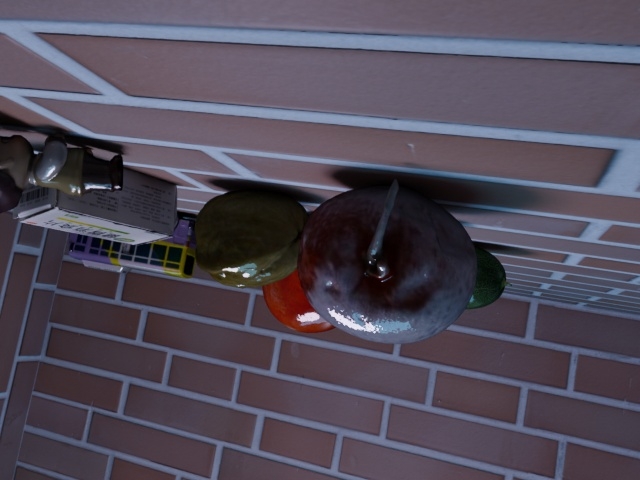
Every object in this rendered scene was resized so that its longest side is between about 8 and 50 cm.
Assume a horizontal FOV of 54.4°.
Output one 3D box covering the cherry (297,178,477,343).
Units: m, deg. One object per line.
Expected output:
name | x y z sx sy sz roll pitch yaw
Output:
cherry | 0.136 0.039 1.138 0.335 0.291 0.326 4 -172 -46

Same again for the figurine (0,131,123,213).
figurine | -0.572 -0.156 1.187 0.365 0.206 0.218 -13 -156 -14

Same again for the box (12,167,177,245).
box | -0.526 -0.092 1.485 0.173 0.145 0.333 -12 162 36

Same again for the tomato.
tomato | 0.006 0.096 1.685 0.325 0.289 0.293 -22 170 25

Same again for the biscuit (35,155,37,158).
biscuit | -0.721 -0.176 1.646 0.376 0.051 0.269 6 174 33

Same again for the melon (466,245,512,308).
melon | 0.372 0.095 1.673 0.288 0.182 0.182 4 172 33

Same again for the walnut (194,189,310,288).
walnut | -0.157 -0.004 1.429 0.283 0.283 0.227 5 131 42

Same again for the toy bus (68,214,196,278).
toy bus | -0.669 0.000 2.242 0.440 0.249 0.209 10 174 1
